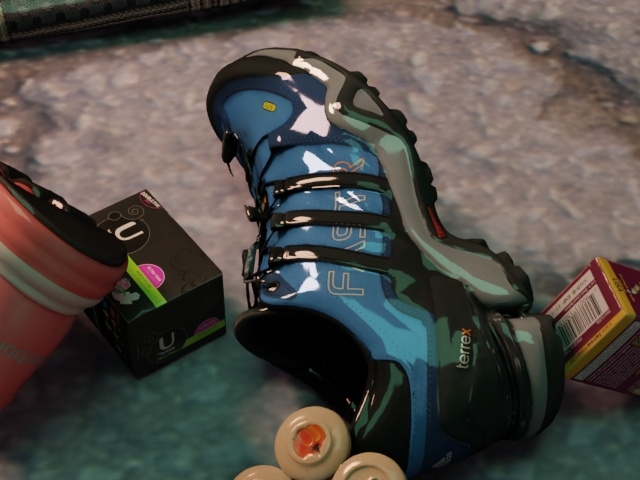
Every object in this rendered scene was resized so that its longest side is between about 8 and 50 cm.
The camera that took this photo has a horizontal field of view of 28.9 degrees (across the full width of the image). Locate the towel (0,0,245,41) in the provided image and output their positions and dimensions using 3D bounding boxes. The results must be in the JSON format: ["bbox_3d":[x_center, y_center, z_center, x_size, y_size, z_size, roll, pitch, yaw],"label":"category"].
[{"bbox_3d":[-0.197,-0.270,0.985,0.312,0.056,0.324,-13,50,-9],"label":"towel"}]

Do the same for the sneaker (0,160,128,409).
[{"bbox_3d":[-0.244,-0.007,0.685,0.314,0.116,0.136,30,88,41],"label":"sneaker"}]

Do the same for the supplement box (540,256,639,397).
[{"bbox_3d":[0.165,0.049,0.659,0.083,0.055,0.043,17,37,-32],"label":"supplement box"}]

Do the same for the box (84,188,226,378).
[{"bbox_3d":[-0.101,0.023,0.700,0.062,0.052,0.083,-28,52,-25],"label":"box"}]

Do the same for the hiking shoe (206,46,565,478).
[{"bbox_3d":[0.000,0.000,0.682,0.132,0.113,0.304,-23,51,-22],"label":"hiking shoe"}]

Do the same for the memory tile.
[{"bbox_3d":[-0.013,0.156,0.562,0.113,0.012,0.148,37,81,27],"label":"memory tile"}]
